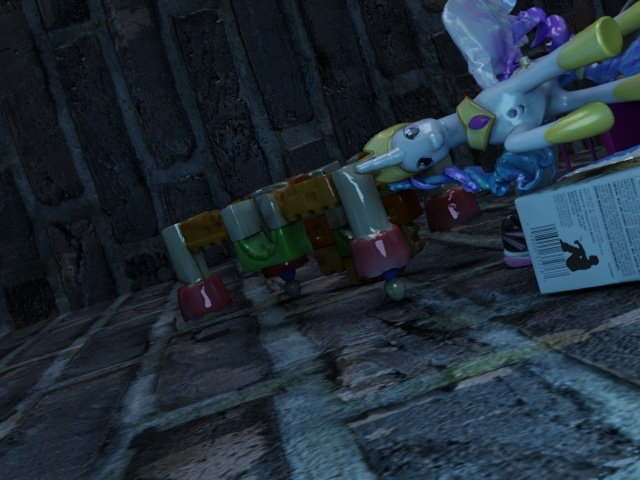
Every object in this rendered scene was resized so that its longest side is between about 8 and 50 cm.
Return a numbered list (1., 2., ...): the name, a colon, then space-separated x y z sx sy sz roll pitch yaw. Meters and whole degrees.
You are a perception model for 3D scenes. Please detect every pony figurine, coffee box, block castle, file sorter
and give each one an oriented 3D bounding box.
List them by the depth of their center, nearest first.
1. coffee box: 0.382 -0.037 1.033 0.297 0.118 0.168 -14 5 44
2. pony figurine: 0.246 -0.176 1.174 0.363 0.302 0.351 -19 10 43
3. block castle: 0.000 0.000 1.559 0.453 0.212 0.303 -16 7 40
4. file sorter: 0.548 -0.181 1.756 0.291 0.202 0.182 -20 2 -32

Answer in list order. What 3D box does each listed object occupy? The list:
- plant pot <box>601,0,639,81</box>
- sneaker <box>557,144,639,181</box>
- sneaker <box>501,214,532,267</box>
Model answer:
1. plant pot: 0.616 -0.298 1.551 0.263 0.229 0.263 -48 22 26
2. sneaker: 0.470 -0.095 1.401 0.330 0.129 0.147 -16 7 13
3. sneaker: 0.321 -0.017 1.323 0.178 0.077 0.072 -14 6 26
